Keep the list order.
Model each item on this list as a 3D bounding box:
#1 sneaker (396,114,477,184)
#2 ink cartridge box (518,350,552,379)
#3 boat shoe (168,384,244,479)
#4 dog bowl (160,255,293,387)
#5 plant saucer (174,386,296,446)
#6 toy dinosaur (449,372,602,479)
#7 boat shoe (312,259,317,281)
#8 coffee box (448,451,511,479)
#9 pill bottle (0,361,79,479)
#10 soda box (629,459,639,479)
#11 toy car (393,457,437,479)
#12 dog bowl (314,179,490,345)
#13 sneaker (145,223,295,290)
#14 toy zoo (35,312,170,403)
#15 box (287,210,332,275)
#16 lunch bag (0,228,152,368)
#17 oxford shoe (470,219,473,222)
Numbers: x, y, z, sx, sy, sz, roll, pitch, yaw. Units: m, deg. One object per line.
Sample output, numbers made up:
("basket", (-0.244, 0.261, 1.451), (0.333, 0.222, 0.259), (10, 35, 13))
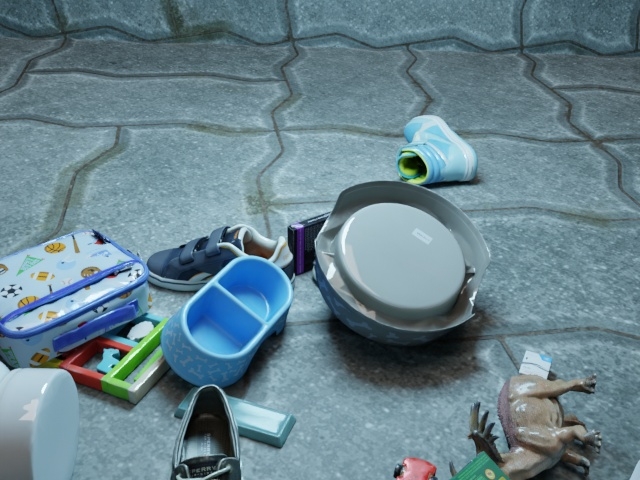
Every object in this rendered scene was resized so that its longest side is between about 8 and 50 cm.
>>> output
("sneaker", (0.273, -0.260, 1.944), (0.208, 0.127, 0.319), (-10, 32, -22))
("ink cartridge box", (0.376, 0.235, 1.219), (0.048, 0.028, 0.083), (14, 34, 21))
("boat shoe", (-0.163, 0.335, 0.939), (0.121, 0.119, 0.335), (-5, 32, -11))
("dog bowl", (-0.156, 0.133, 1.249), (0.166, 0.074, 0.297), (38, 40, 5))
("plant saucer", (-0.139, 0.283, 1.126), (0.192, 0.018, 0.067), (13, 33, 16))
("toy dinosaur", (0.314, 0.275, 1.063), (0.200, 0.127, 0.296), (7, 28, 16))
("boat shoe", (0.076, 0.087, 1.400), (0.095, 0.079, 0.254), (-9, 34, -32))
("coffee box", (0.241, 0.378, 0.900), (0.113, 0.040, 0.184), (-21, 57, -43))
("pill bottle", (-0.549, 0.267, 0.932), (0.392, 0.224, 0.224), (1, 31, -1))
("soda box", (0.390, 0.411, 0.863), (0.091, 0.098, 0.286), (23, 36, 31))
("toy car", (0.071, 0.400, 0.908), (0.224, 0.053, 0.239), (-4, 31, -9))
("dog bowl", (0.148, 0.046, 1.325), (0.348, 0.102, 0.349), (8, 52, -10))
("sneaker", (-0.212, 0.030, 1.440), (0.321, 0.128, 0.126), (3, 32, 5))
("toy zoo", (-0.401, 0.184, 1.263), (0.293, 0.030, 0.192), (13, 33, 19))
("box", (0.000, 0.000, 1.507), (0.162, 0.116, 0.029), (-19, 35, -31))
("lunch bag", (-0.467, 0.097, 1.269), (0.243, 0.115, 0.303), (29, 42, 35))
("oxford shoe", (0.275, 0.044, 1.491), (0.098, 0.097, 0.271), (37, 49, 19))
